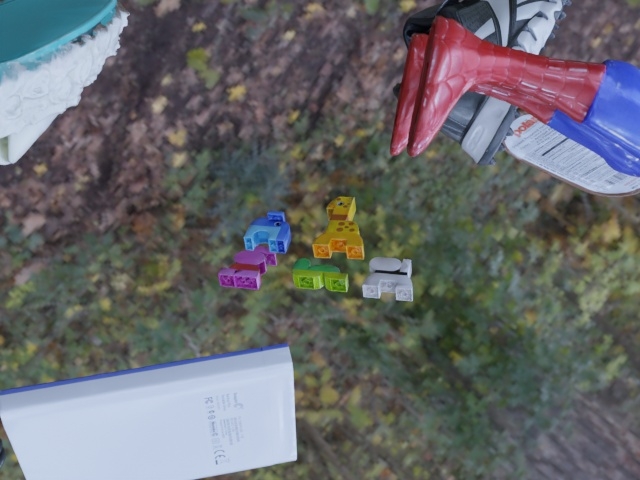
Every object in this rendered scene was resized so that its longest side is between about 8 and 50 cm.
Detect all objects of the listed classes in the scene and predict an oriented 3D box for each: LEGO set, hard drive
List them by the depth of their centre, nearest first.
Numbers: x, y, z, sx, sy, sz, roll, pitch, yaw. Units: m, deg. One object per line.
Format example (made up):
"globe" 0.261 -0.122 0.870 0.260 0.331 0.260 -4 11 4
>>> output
"LEGO set" 0.000 0.000 1.204 0.093 0.227 0.087 -69 159 -48
"hard drive" -0.189 0.219 1.226 0.319 0.040 0.210 -9 138 -8

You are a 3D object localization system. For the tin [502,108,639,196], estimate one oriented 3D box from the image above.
"tin" 0.264 -0.098 1.051 0.106 0.190 0.040 -41 -147 50

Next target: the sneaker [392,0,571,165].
"sneaker" 0.121 -0.158 0.797 0.234 0.106 0.078 -60 176 -42

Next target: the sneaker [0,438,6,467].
"sneaker" -0.540 0.313 1.348 0.296 0.105 0.146 -34 113 -19

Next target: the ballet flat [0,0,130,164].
"ballet flat" -0.331 -0.108 0.924 0.409 0.147 0.147 -41 158 -45

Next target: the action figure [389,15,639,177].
"action figure" 0.161 0.014 0.395 0.091 0.281 0.139 -105 -154 -83
